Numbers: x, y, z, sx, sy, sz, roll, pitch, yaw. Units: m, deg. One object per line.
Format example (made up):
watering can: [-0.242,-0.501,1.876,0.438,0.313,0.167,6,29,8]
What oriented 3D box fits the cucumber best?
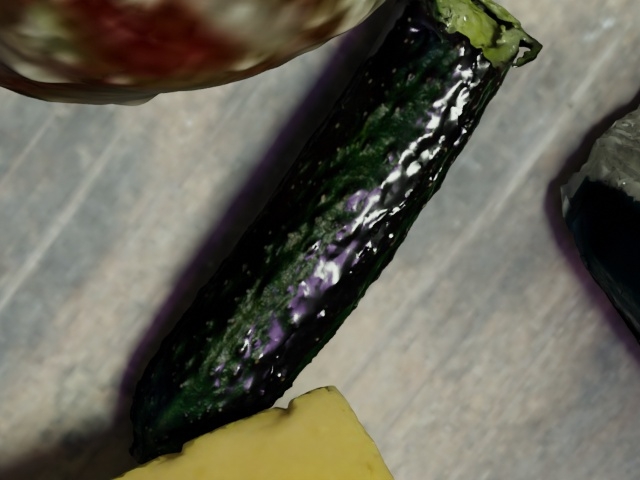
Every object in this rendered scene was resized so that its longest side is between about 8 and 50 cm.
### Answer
cucumber: [0.001,0.000,0.725,0.067,0.067,0.245,33,93,-29]

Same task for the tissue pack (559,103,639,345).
tissue pack: [0.323,0.046,0.675,0.253,0.416,0.264,-42,119,-4]

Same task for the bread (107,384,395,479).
bread: [-0.050,0.213,0.685,0.224,0.211,0.184,-17,145,-25]

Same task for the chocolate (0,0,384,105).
chocolate: [-0.024,-0.193,0.560,0.225,0.210,0.340,30,96,-31]
